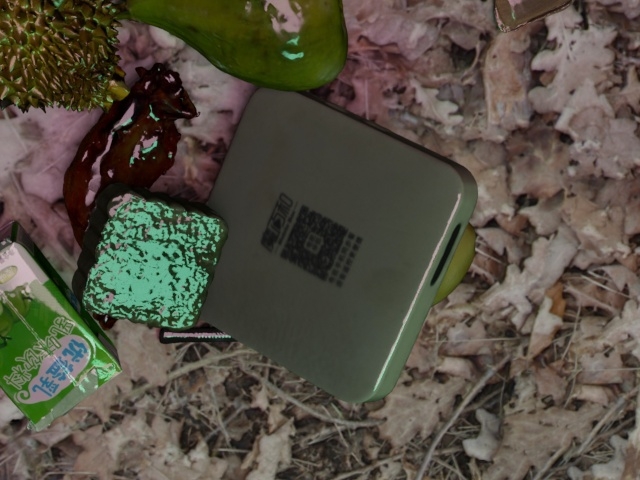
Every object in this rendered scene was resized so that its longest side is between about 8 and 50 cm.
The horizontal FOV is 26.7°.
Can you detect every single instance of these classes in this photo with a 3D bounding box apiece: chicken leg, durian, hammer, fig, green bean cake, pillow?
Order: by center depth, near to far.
[{"bbox_3d":[-0.380,-0.288,1.776,0.293,0.258,0.258,22,101,-49],"label":"durian"},{"bbox_3d":[-0.112,-0.312,1.835,0.314,0.233,0.233,-4,106,-19],"label":"fig"},{"bbox_3d":[-0.244,0.022,1.893,0.185,0.094,0.183,13,102,-33],"label":"green bean cake"},{"bbox_3d":[-0.296,-0.065,1.940,0.158,0.096,0.407,7,107,-34],"label":"chicken leg"},{"bbox_3d":[0.295,-0.425,2.001,0.135,0.034,0.211,-24,108,-2],"label":"pillow"},{"bbox_3d":[-0.124,0.140,2.068,0.246,0.029,0.103,2,105,-12],"label":"hammer"}]

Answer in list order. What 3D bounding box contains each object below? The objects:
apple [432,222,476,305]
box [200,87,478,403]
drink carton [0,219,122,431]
[{"bbox_3d":[0.135,0.013,2.009,0.200,0.200,0.200,-3,106,-12],"label":"apple"},{"bbox_3d":[0.000,0.000,1.920,0.373,0.090,0.367,29,100,25],"label":"box"},{"bbox_3d":[-0.429,0.124,1.948,0.161,0.108,0.271,-36,110,-1],"label":"drink carton"}]
